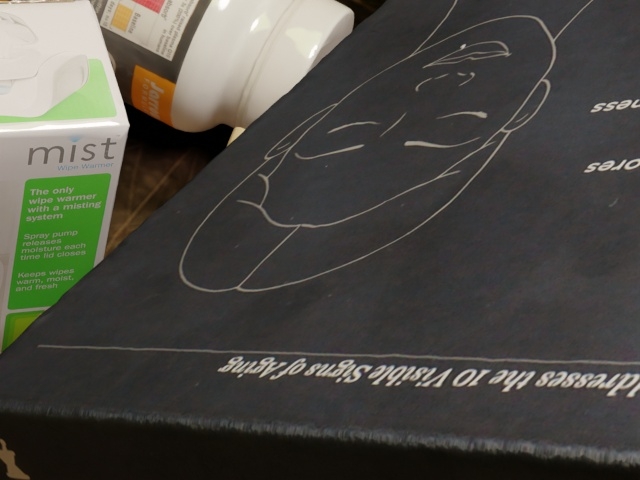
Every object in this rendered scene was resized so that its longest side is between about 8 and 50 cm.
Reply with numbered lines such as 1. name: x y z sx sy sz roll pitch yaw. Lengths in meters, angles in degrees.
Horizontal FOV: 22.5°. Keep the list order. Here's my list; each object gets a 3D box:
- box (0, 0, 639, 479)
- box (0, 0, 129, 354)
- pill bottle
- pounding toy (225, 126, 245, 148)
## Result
1. box: 0.151 0.059 0.874 0.480 0.297 0.472 -2 32 45
2. box: -0.276 -0.033 1.043 0.262 0.231 0.126 -4 51 -22
3. pill bottle: -0.125 -0.184 1.272 0.278 0.162 0.162 28 47 8
4. pounding toy: 0.000 0.000 1.153 0.154 0.154 0.269 29 47 15
